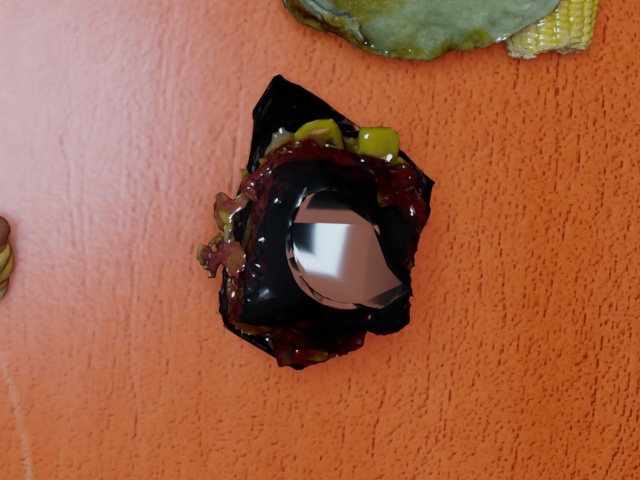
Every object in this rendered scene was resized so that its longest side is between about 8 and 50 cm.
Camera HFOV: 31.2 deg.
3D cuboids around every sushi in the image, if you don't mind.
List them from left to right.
[{"bbox_3d":[0.000,0.000,0.758,0.153,0.150,0.172,32,87,-12],"label":"sushi"}]

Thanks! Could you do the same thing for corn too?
[{"bbox_3d":[0.163,-0.215,0.825,0.085,0.063,0.165,-9,98,-31],"label":"corn"}]

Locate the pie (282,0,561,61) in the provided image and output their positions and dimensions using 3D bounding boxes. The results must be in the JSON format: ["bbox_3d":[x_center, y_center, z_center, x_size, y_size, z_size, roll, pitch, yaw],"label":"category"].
[{"bbox_3d":[0.073,-0.251,0.761,0.274,0.105,0.257,-17,104,10],"label":"pie"}]

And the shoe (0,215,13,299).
[{"bbox_3d":[-0.256,0.004,0.750,0.109,0.072,0.069,20,128,-8],"label":"shoe"}]
